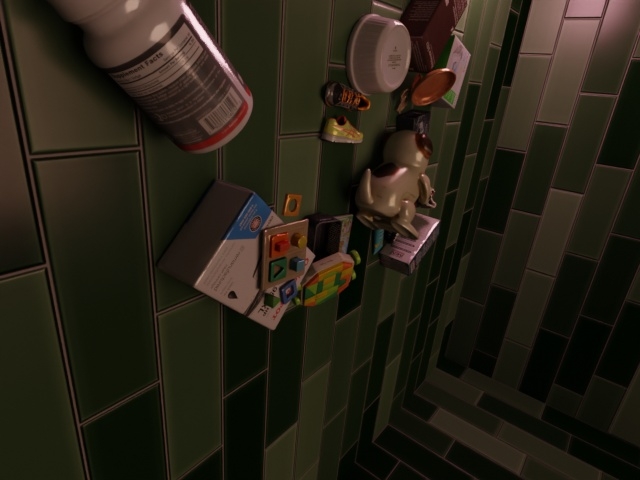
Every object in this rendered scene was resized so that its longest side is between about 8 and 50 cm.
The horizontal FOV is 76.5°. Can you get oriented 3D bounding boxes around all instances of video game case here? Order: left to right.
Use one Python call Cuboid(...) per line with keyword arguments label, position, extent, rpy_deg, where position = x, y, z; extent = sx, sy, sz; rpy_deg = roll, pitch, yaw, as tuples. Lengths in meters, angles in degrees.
Cuboid(label="video game case", position=(0.053, -0.007, 1.659), extent=(0.213, 0.023, 0.193), rpy_deg=(-14, 118, -52))

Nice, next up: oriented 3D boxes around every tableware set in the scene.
Cuboid(label="tableware set", position=(0.382, -0.626, 1.736), extent=(0.168, 0.020, 0.141), rpy_deg=(-47, 161, -3))

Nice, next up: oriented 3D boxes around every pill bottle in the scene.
Cuboid(label="pill bottle", position=(-0.308, -0.358, 0.790), extent=(0.210, 0.210, 0.363), rpy_deg=(-59, 145, -15))

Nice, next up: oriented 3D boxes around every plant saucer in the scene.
Cuboid(label="plant saucer", position=(0.467, -0.646, 1.699), extent=(0.200, 0.037, 0.200), rpy_deg=(-19, 162, -7))

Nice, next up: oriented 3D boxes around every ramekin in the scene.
Cuboid(label="ramekin", position=(0.217, -0.655, 1.449), extent=(0.273, 0.127, 0.272), rpy_deg=(-30, 130, -44))

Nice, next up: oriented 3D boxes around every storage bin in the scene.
Cuboid(label="storage bin", position=(0.000, 0.000, 1.509), extent=(0.122, 0.084, 0.179), rpy_deg=(-10, 115, -36))

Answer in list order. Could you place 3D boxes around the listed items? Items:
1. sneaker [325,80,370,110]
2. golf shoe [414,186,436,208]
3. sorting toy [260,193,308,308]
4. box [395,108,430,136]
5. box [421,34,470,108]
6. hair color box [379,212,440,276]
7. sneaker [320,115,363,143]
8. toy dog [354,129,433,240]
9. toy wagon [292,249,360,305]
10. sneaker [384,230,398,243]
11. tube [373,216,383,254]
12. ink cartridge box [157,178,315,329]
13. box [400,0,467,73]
Cuboid(label="sneaker", position=(0.095, -0.494, 1.403), extent=(0.215, 0.083, 0.084), rpy_deg=(-10, 116, -51))
Cuboid(label="golf shoe", position=(0.522, -0.274, 2.061), extent=(0.105, 0.120, 0.272), rpy_deg=(-51, 139, -24))
Cuboid(label="sorting toy", position=(-0.091, 0.040, 1.155), extent=(0.196, 0.047, 0.346), rpy_deg=(-21, 122, -50))
Cuboid(label="box", position=(0.420, -0.500, 1.852), extent=(0.158, 0.093, 0.155), rpy_deg=(-33, 132, -41))
Cuboid(label="box", position=(0.567, -0.775, 1.887), extent=(0.231, 0.127, 0.261), rpy_deg=(4, 104, -54))
Cuboid(label="hair color box", position=(0.472, 0.012, 2.128), extent=(0.347, 0.174, 0.105), rpy_deg=(-47, 142, -29))
Cuboid(label="sneaker", position=(0.088, -0.396, 1.449), extent=(0.209, 0.082, 0.094), rpy_deg=(-15, 117, -51))
Cuboid(label="toy dog", position=(0.305, -0.266, 1.702), extent=(0.396, 0.285, 0.407), rpy_deg=(35, 76, -38))
Cuboid(label="toy wagon", position=(0.016, 0.167, 1.548), extent=(0.268, 0.068, 0.344), rpy_deg=(-22, 150, -18))
Cuboid(label="sneaker", position=(0.388, -0.089, 2.018), extent=(0.106, 0.078, 0.234), rpy_deg=(-12, 123, -39))
Cuboid(label="tube", position=(0.279, -0.027, 1.954), extent=(0.080, 0.052, 0.206), rpy_deg=(-37, 141, -30))
Cuboid(label="ink cartridge box", position=(-0.215, 0.057, 1.182), extent=(0.285, 0.167, 0.395), rpy_deg=(-60, 146, -13))
Cuboid(label="box", position=(0.446, -0.892, 1.639), extent=(0.381, 0.143, 0.191), rpy_deg=(-61, 147, -10))
